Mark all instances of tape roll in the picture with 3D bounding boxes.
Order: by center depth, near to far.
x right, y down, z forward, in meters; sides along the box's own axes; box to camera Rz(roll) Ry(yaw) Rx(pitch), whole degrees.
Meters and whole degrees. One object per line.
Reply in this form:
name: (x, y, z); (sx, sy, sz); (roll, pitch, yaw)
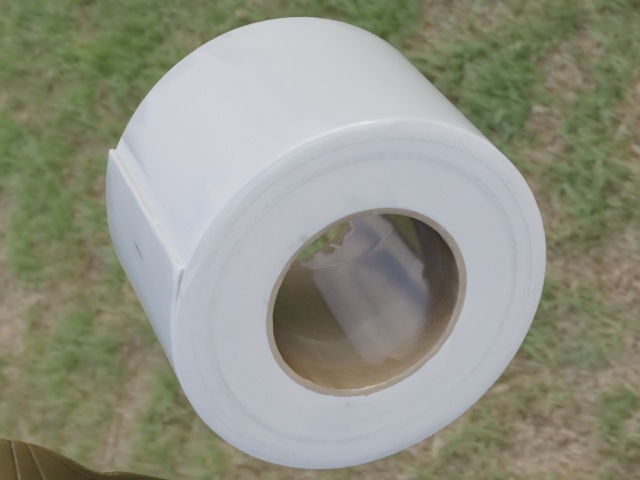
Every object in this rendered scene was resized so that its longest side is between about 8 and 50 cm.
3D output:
tape roll: (0.000, 0.000, 1.032); (0.246, 0.246, 0.169); (-57, 34, 14)

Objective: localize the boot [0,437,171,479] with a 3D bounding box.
boot: (-0.192, 0.222, 1.076); (0.165, 0.213, 0.077); (-59, 30, 25)
